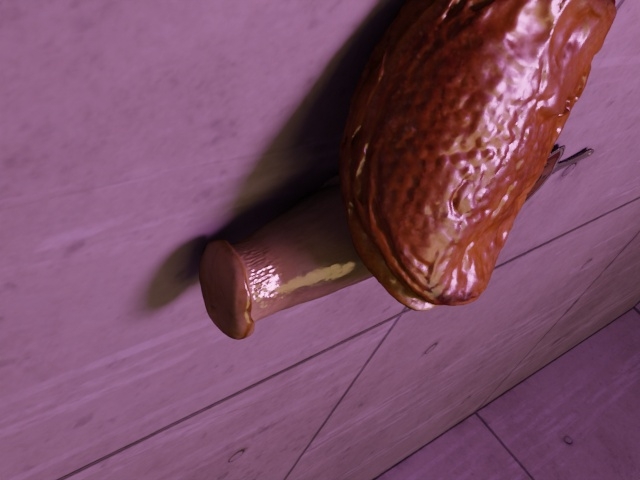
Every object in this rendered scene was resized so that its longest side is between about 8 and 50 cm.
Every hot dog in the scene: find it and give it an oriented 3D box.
[{"bbox_3d":[0.113,-0.082,0.659,0.196,0.122,0.272,1,117,-48],"label":"hot dog"}]

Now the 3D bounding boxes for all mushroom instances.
[{"bbox_3d":[0.009,0.000,0.735,0.247,0.108,0.096,-26,113,-36],"label":"mushroom"}]

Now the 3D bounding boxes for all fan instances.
[{"bbox_3d":[0.296,-0.086,1.145,0.220,0.009,0.132,-26,156,-30],"label":"fan"}]
